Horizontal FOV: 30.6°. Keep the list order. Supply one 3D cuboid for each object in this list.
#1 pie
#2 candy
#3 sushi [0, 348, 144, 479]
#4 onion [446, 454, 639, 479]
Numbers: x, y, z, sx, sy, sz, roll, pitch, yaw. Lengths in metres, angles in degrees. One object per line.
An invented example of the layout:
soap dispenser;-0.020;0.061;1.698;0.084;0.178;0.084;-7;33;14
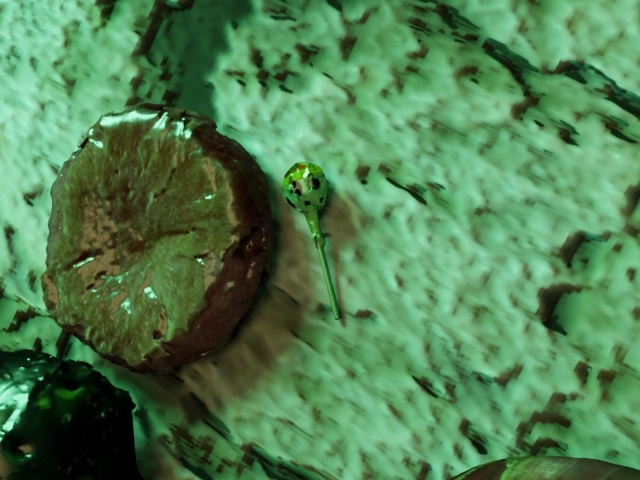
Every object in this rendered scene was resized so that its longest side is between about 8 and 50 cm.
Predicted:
pie;-0.093;0.000;0.636;0.153;0.038;0.154;-1;88;27
candy;0.000;0.000;0.602;0.025;0.023;0.083;-16;86;9
sushi;-0.170;0.169;0.616;0.127;0.124;0.225;9;85;27
onion;0.095;0.208;0.471;0.248;0.161;0.248;12;113;29
